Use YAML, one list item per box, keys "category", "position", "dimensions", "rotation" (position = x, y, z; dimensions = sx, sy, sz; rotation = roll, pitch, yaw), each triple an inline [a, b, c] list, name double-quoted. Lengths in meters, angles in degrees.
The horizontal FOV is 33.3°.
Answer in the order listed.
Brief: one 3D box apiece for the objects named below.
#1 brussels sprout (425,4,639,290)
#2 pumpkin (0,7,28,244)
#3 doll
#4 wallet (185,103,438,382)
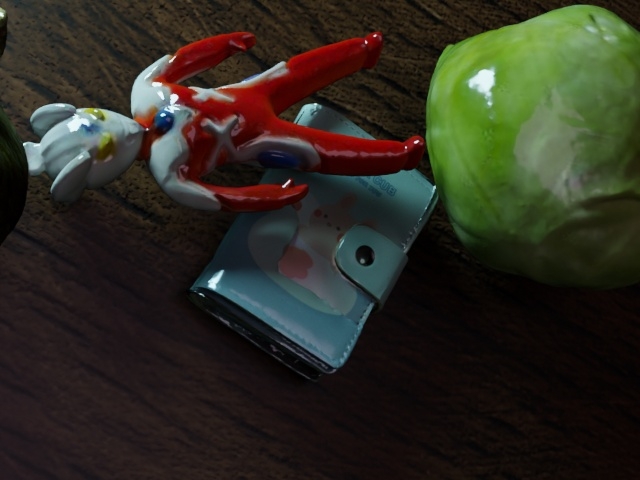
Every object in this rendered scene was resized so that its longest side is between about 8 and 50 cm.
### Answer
- category: "brussels sprout"
  position: [0.252, -0.099, 1.139]
  dimensions: [0.328, 0.247, 0.328]
  rotation: [0, 89, -33]
- category: "pumpkin"
  position: [-0.344, -0.117, 0.870]
  dimensions: [0.222, 0.139, 0.317]
  rotation: [-24, 83, -3]
- category: "doll"
  position: [-0.096, -0.108, 1.019]
  dimensions: [0.384, 0.099, 0.188]
  rotation: [-14, 70, -20]
- category: "wallet"
  position: [0.000, 0.000, 1.085]
  dimensions: [0.176, 0.075, 0.250]
  rotation: [34, 64, -8]
